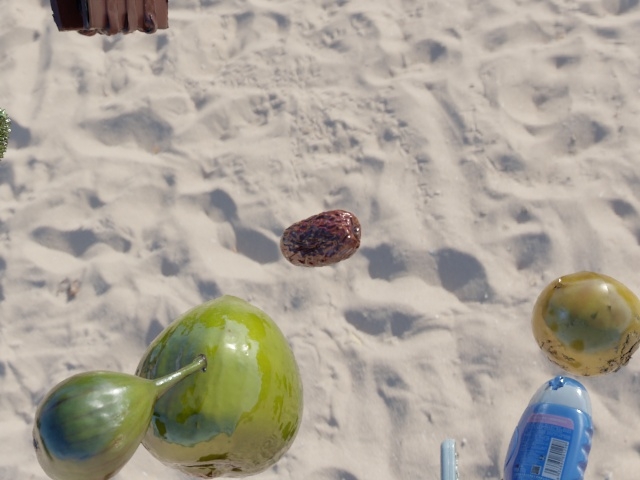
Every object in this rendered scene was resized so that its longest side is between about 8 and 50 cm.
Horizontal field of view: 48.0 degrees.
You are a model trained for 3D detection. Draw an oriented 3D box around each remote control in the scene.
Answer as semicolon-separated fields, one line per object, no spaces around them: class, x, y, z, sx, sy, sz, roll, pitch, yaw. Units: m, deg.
remote control;0.308;0.594;1.720;0.047;0.087;0.244;-3;49;12

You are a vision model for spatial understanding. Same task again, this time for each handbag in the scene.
handbag;-0.290;-0.423;0.986;0.084;0.276;0.260;3;19;10

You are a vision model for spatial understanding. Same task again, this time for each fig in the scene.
fig;-0.185;0.269;1.344;0.343;0.343;0.344;-7;51;9
fig;-0.255;0.235;0.979;0.259;0.151;0.151;-16;47;-27

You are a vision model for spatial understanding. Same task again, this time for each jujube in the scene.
jujube;0.000;0.000;1.474;0.176;0.109;0.112;-16;4;29

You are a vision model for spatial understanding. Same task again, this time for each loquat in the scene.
loquat;0.575;0.181;1.550;0.234;0.235;0.235;-7;51;9

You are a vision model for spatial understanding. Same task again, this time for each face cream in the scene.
face cream;0.417;0.368;1.306;0.149;0.083;0.264;-3;51;43

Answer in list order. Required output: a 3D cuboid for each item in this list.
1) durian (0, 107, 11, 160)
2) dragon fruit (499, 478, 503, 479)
durian;-0.762;-0.257;1.659;0.095;0.137;0.221;-34;32;7
dragon fruit;0.471;0.636;1.541;0.161;0.126;0.274;-36;28;21
